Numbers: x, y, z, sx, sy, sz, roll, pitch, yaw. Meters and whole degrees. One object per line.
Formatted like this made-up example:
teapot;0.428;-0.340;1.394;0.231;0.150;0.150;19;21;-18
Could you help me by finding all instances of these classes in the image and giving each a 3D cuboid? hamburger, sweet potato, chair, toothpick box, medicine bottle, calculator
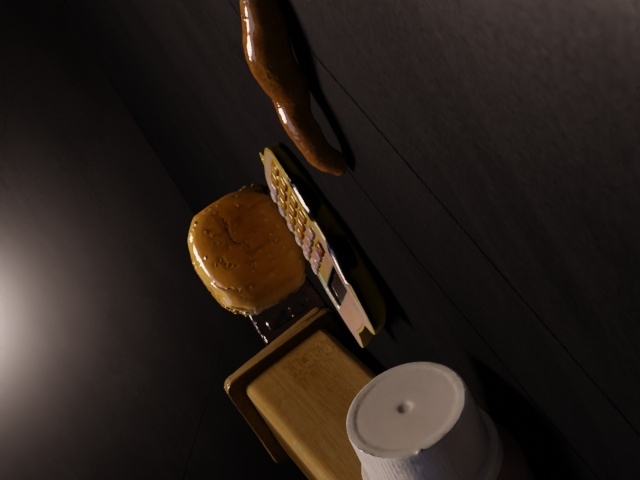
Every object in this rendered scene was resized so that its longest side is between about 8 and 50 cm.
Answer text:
hamburger;-0.084;0.011;0.918;0.147;0.138;0.083;58;164;7
sweet potato;-0.025;-0.117;0.566;0.044;0.044;0.179;43;161;53
chair;-0.064;0.075;1.102;0.113;0.106;0.229;54;170;19
toothpick box;0.041;0.260;1.003;0.308;0.190;0.187;34;155;53
medicine bottle;0.113;0.223;0.641;0.247;0.147;0.147;62;168;-29
calculator;0.000;0.000;0.809;0.236;0.033;0.157;58;170;10
